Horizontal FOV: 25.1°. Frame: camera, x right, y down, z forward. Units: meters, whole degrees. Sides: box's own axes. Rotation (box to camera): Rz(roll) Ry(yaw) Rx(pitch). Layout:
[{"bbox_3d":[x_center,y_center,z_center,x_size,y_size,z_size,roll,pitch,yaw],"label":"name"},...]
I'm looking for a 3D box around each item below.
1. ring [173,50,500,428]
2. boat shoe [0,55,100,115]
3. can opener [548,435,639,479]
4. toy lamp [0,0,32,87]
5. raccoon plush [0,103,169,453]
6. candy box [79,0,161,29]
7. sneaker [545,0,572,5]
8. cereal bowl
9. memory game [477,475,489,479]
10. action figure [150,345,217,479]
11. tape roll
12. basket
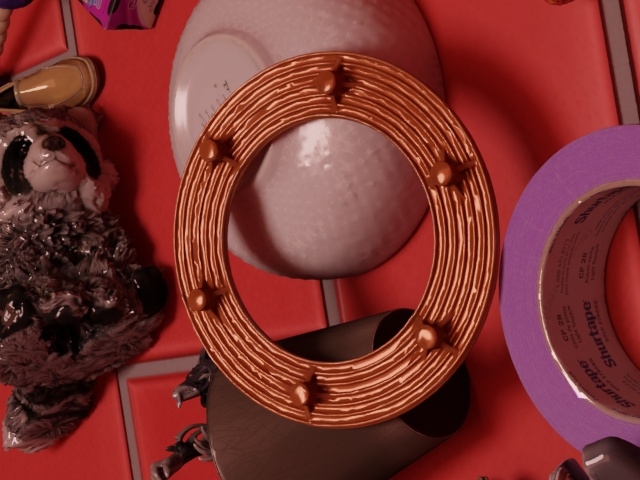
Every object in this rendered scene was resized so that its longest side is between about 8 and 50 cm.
[{"bbox_3d":[0.000,0.000,1.271,0.337,0.032,0.336,0,91,32],"label":"ring"},{"bbox_3d":[-0.348,-0.184,1.790,0.190,0.072,0.068,-16,83,47],"label":"boat shoe"},{"bbox_3d":[0.273,0.274,1.092,0.095,0.076,0.283,-34,99,31],"label":"can opener"},{"bbox_3d":[-0.405,-0.267,1.795,0.080,0.080,0.274,60,146,24],"label":"toy lamp"},{"bbox_3d":[-0.369,0.038,1.759,0.446,0.216,0.299,-47,54,40],"label":"raccoon plush"},{"bbox_3d":[-0.257,-0.371,1.669,0.233,0.071,0.159,47,127,33],"label":"candy box"},{"bbox_3d":[0.207,-0.283,1.195,0.067,0.064,0.175,-158,73,-65],"label":"sneaker"},{"bbox_3d":[-0.043,-0.124,1.417,0.339,0.141,0.338,7,100,46],"label":"cereal bowl"},{"bbox_3d":[0.141,0.303,1.281,0.186,0.012,0.186,-177,90,-87],"label":"memory game"},{"bbox_3d":[-0.096,0.221,1.517,0.275,0.141,0.164,64,147,18],"label":"action figure"},{"bbox_3d":[0.272,0.044,1.131,0.275,0.090,0.274,7,100,46],"label":"tape roll"},{"bbox_3d":[0.021,0.164,1.379,0.227,0.154,0.204,-30,67,42],"label":"basket"}]
